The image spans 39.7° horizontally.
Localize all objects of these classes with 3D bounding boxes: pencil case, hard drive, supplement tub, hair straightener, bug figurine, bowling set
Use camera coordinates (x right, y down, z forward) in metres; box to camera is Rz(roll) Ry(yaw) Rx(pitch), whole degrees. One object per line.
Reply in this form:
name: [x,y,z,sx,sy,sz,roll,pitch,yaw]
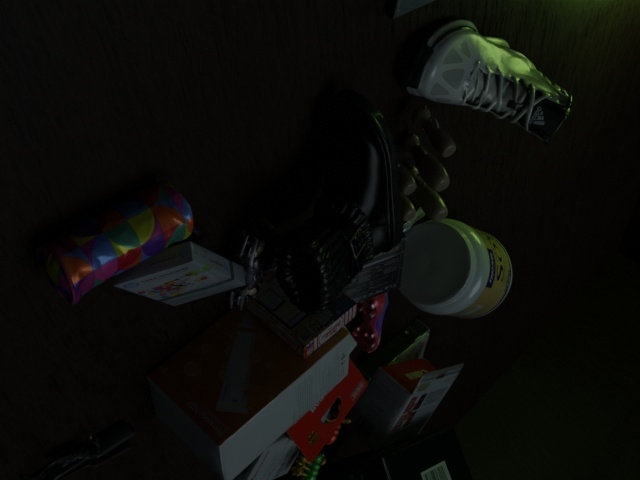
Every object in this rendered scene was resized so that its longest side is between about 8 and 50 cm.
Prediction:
pencil case: [-0.291,0.001,1.291,0.236,0.104,0.104,-30,147,-35]
hard drive: [0.171,-0.453,1.562,0.135,0.022,0.094,-32,148,-36]
supplement tub: [0.332,0.073,2.245,0.241,0.241,0.331,-57,155,9]
hair straightener: [-0.434,0.381,1.609,0.230,0.047,0.089,-16,137,-45]
bug figurine: [-0.005,0.528,2.303,0.216,0.072,0.279,-64,-177,-13]
bowling set: [0.159,-0.140,1.845,0.199,0.154,0.287,-22,147,-16]
hard drive: [0.182,0.406,2.627,0.339,0.064,0.237,-34,149,-35]

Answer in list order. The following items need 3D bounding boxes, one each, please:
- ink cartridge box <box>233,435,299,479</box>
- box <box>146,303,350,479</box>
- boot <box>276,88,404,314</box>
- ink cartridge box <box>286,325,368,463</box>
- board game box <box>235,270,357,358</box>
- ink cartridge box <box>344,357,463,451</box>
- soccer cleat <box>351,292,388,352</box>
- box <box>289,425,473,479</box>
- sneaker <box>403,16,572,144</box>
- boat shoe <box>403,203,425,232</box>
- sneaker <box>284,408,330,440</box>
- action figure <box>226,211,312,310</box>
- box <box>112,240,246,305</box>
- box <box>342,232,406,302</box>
ink cartridge box: [-0.139,0.523,2.210,0.212,0.093,0.154,-6,128,-59]
box: [-0.135,0.265,1.749,0.345,0.215,0.168,-39,151,-27]
boot: [0.020,-0.064,1.569,0.260,0.131,0.348,-35,122,-34]
ink cartridge box: [-0.004,0.315,1.972,0.060,0.239,0.275,-22,-161,47]
board game box: [-0.048,0.120,1.731,0.146,0.193,0.045,-37,150,-28]
ink cartridge box: [0.246,0.437,2.547,0.272,0.130,0.309,-59,154,14]
soccer cleat: [0.136,0.196,2.270,0.095,0.083,0.248,-42,150,-31]
box: [0.135,0.758,2.498,0.471,0.297,0.480,-26,167,28]
sneaker: [0.369,-0.315,1.793,0.447,0.257,0.169,-12,134,-53]
boat shoe: [0.211,-0.054,2.129,0.100,0.035,0.035,-36,123,-23]
sneaker: [-0.073,0.340,2.049,0.210,0.137,0.366,-62,144,-10]
action figure: [-0.092,0.028,1.663,0.285,0.099,0.185,-19,146,-42]
box: [-0.226,0.057,1.445,0.145,0.038,0.186,-17,159,17]
box: [0.069,0.068,1.931,0.231,0.056,0.183,-20,144,-15]
